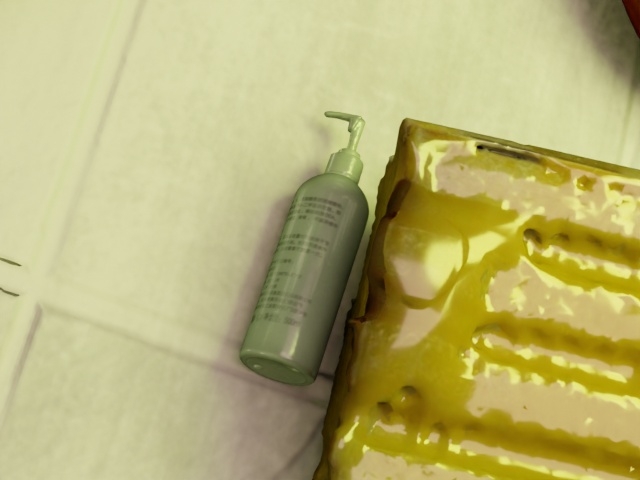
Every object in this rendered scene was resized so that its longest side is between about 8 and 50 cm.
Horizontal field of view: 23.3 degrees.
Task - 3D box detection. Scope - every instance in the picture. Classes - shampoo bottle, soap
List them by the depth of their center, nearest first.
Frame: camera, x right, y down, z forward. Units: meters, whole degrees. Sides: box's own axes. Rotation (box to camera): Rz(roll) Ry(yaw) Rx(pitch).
[{"bbox_3d":[0.153,0.075,1.011,0.281,0.143,0.259,13,81,-2],"label":"soap"},{"bbox_3d":[0.000,0.000,1.058,0.056,0.056,0.195,25,69,-14],"label":"shampoo bottle"}]

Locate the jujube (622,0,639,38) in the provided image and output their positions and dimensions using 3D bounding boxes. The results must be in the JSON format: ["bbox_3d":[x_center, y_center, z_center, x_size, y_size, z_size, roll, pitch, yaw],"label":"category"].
[{"bbox_3d":[0.367,-0.183,1.184,0.318,0.223,0.223,42,65,-15],"label":"jujube"}]
